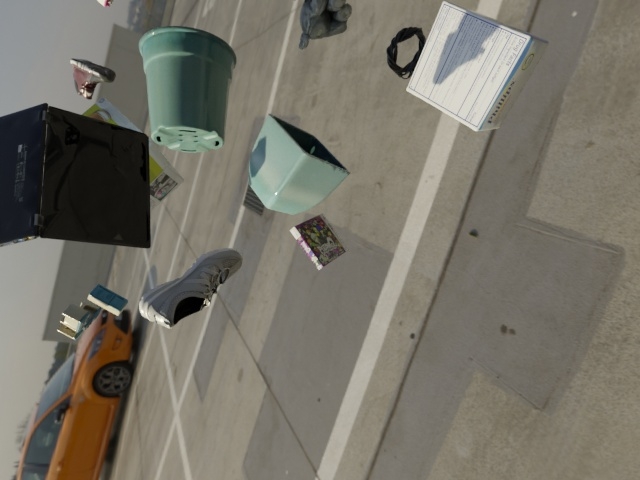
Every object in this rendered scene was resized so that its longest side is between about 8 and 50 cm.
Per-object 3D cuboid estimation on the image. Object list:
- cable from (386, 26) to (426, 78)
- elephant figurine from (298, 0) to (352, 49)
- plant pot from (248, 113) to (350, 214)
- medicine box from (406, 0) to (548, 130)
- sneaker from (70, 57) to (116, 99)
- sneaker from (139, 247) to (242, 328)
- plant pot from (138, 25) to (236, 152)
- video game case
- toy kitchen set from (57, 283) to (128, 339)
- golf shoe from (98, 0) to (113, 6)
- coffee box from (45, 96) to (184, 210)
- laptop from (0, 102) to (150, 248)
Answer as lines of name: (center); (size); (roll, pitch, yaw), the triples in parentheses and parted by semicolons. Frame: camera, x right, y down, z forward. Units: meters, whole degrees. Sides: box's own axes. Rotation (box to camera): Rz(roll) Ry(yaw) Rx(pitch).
cable: (0.321, -0.714, 1.508); (0.184, 0.151, 0.047); (-60, 32, 10)
elephant figurine: (-0.005, -0.744, 1.231); (0.169, 0.186, 0.239); (96, 158, -64)
plant pot: (-0.104, -0.234, 1.393); (0.252, 0.247, 0.248); (-52, 56, 20)
medicine box: (0.447, -0.510, 1.190); (0.289, 0.149, 0.263); (43, 131, 28)
sneaker: (-1.029, -0.713, 1.833); (0.281, 0.106, 0.162); (30, 118, 27)
sneaker: (-0.293, 0.125, 1.003); (0.115, 0.281, 0.105); (29, 140, 29)
plant pot: (-0.475, -0.517, 1.462); (0.341, 0.341, 0.334); (-13, 77, 59)
video game case: (0.000, 0.000, 1.757); (0.042, 0.232, 0.210); (-40, 83, 36)
toy kitchen set: (-0.743, 0.227, 1.343); (0.166, 0.122, 0.207); (-46, 16, 40)
golf shoe: (-0.609, -0.799, 1.107); (0.115, 0.140, 0.306); (-28, 56, 45)
coffee box: (-0.880, -0.324, 1.753); (0.334, 0.338, 0.338); (-46, -15, -11)
laptop: (-0.727, -0.144, 1.118); (0.236, 0.408, 0.382); (55, -156, -69)
